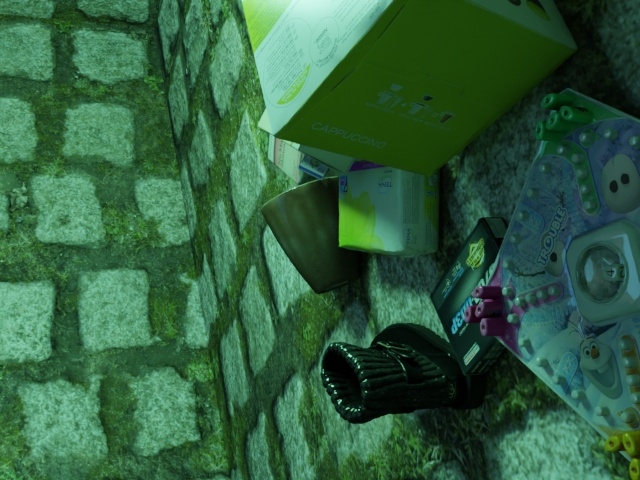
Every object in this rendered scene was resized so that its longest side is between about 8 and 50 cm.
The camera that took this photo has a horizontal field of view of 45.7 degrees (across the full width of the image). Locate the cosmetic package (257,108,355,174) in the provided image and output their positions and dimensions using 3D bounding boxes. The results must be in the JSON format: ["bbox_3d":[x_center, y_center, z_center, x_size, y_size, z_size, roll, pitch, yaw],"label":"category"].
[{"bbox_3d":[-0.009,-0.247,1.494,0.160,0.113,0.309,-62,23,5],"label":"cosmetic package"}]

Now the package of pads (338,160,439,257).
[{"bbox_3d":[0.131,-0.083,1.549,0.296,0.101,0.229,-178,87,-67],"label":"package of pads"}]

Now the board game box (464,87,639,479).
[{"bbox_3d":[0.366,0.043,0.994,0.390,0.050,0.390,47,129,51],"label":"board game box"}]

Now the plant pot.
[{"bbox_3d":[0.000,0.000,1.767,0.215,0.215,0.231,-37,71,62],"label":"plant pot"}]

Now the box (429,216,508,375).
[{"bbox_3d":[0.276,0.096,1.281,0.220,0.051,0.175,115,146,-45],"label":"box"}]

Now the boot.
[{"bbox_3d":[0.109,0.235,1.412,0.348,0.260,0.131,-175,84,-66],"label":"boot"}]

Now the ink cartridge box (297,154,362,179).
[{"bbox_3d":[0.073,-0.272,1.561,0.333,0.065,0.165,-62,24,5],"label":"ink cartridge box"}]

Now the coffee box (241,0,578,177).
[{"bbox_3d":[0.117,-0.346,1.181,0.338,0.337,0.334,-42,52,41],"label":"coffee box"}]

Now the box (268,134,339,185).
[{"bbox_3d":[-0.032,-0.239,1.889,0.232,0.126,0.149,-137,50,-59],"label":"box"}]
